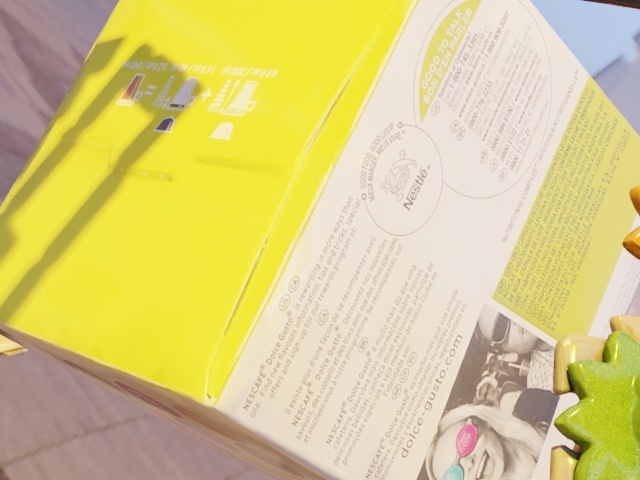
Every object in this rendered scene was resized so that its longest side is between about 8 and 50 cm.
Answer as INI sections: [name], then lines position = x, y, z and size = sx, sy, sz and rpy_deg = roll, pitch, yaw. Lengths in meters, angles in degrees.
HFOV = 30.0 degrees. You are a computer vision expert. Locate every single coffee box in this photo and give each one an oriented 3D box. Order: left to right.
[coffee box]
position = 0.000, 0.000, 0.894
size = 0.338, 0.338, 0.334
rpy_deg = 11, -20, 47

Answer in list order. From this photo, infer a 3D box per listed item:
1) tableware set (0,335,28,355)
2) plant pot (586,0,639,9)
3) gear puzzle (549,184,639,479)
[tableware set]
position = -0.256, 0.084, 1.126
size = 0.168, 0.141, 0.020
rpy_deg = -127, -149, -76
[plant pot]
position = 0.395, -0.382, 1.357
size = 0.167, 0.188, 0.187
rpy_deg = 150, -59, -65
[gear puzzle]
position = 0.180, 0.118, 0.509
size = 0.176, 0.338, 0.044
rpy_deg = 12, -21, -15
